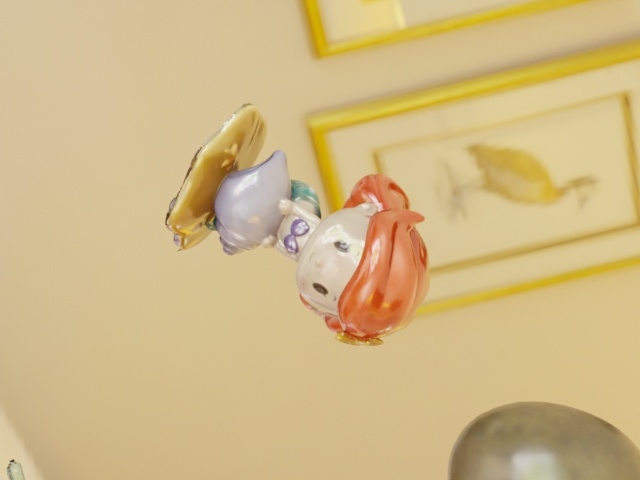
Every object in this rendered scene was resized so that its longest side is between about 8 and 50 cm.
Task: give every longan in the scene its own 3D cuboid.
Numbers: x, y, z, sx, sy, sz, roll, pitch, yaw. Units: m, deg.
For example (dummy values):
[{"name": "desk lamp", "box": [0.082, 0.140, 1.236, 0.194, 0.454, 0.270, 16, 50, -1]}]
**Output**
[{"name": "longan", "box": [0.197, 0.211, 1.428, 0.159, 0.185, 0.204, -56, -179, 30]}]

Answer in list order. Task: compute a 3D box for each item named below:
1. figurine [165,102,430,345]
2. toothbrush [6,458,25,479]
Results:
[{"name": "figurine", "box": [0.003, -0.007, 1.675, 0.257, 0.181, 0.208, 33, -15, 14]}, {"name": "toothbrush", "box": [-0.355, 0.421, 2.150, 0.028, 0.026, 0.294, 168, -93, -78]}]
